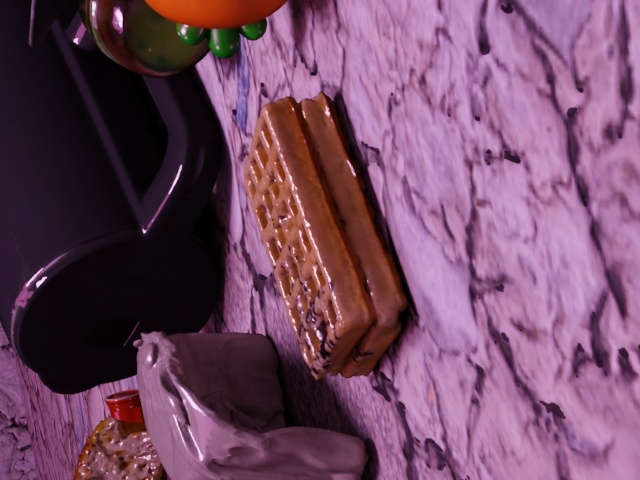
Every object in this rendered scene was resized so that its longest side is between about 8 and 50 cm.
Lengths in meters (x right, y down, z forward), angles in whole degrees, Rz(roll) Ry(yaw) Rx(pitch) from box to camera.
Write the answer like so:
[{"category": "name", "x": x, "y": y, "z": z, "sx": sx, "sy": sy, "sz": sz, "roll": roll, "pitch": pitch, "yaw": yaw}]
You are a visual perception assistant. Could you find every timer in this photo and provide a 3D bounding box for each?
[{"category": "timer", "x": -0.059, "y": -0.164, "z": 0.762, "sx": 0.136, "sy": 0.099, "sz": 0.136, "roll": 165, "pitch": 90, "yaw": -85}]

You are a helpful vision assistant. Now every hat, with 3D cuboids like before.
[{"category": "hat", "x": -0.053, "y": 0.177, "z": 0.907, "sx": 0.214, "sy": 0.149, "sz": 0.244, "roll": -146, "pitch": 58, "yaw": -65}]

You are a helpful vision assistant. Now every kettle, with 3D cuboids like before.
[{"category": "kettle", "x": -0.194, "y": -0.062, "z": 1.147, "sx": 0.203, "sy": 0.262, "sz": 0.308, "roll": 45, "pitch": -169, "yaw": -51}]

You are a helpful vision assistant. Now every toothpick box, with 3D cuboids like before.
[{"category": "toothpick box", "x": -0.219, "y": 0.217, "z": 1.543, "sx": 0.047, "sy": 0.047, "sz": 0.083, "roll": -175, "pitch": 73, "yaw": -71}]

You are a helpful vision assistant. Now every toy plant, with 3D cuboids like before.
[{"category": "toy plant", "x": -0.128, "y": -0.172, "z": 0.960, "sx": 0.162, "sy": 0.093, "sz": 0.092, "roll": -136, "pitch": 38, "yaw": -61}]

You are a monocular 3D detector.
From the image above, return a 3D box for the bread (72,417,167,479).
[{"category": "bread", "x": -0.235, "y": 0.373, "z": 1.376, "sx": 0.185, "sy": 0.109, "sz": 0.380, "roll": 85, "pitch": -164, "yaw": -86}]

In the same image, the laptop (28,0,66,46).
[{"category": "laptop", "x": -0.148, "y": -0.264, "z": 0.902, "sx": 0.269, "sy": 0.015, "sz": 0.187, "roll": 122, "pitch": 172, "yaw": -64}]

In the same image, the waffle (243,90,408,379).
[{"category": "waffle", "x": 0.000, "y": 0.000, "z": 0.766, "sx": 0.102, "sy": 0.042, "sz": 0.148, "roll": 118, "pitch": 137, "yaw": -63}]
